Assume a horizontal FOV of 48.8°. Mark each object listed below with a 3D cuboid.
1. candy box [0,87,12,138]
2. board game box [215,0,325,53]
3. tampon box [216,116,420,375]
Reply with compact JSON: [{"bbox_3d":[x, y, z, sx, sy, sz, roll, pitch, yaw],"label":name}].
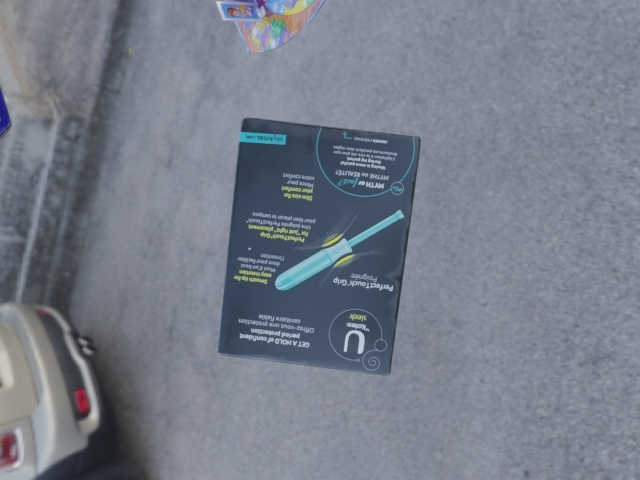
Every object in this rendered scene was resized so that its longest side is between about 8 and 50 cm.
[{"bbox_3d":[-0.300,-0.166,0.267,0.122,0.268,0.317,-66,-18,-48],"label":"candy box"},{"bbox_3d":[-0.040,-0.192,0.383,0.133,0.033,0.168,-46,58,42],"label":"board game box"},{"bbox_3d":[0.000,0.000,0.507,0.101,0.120,0.161,-61,-22,-83],"label":"tampon box"}]
